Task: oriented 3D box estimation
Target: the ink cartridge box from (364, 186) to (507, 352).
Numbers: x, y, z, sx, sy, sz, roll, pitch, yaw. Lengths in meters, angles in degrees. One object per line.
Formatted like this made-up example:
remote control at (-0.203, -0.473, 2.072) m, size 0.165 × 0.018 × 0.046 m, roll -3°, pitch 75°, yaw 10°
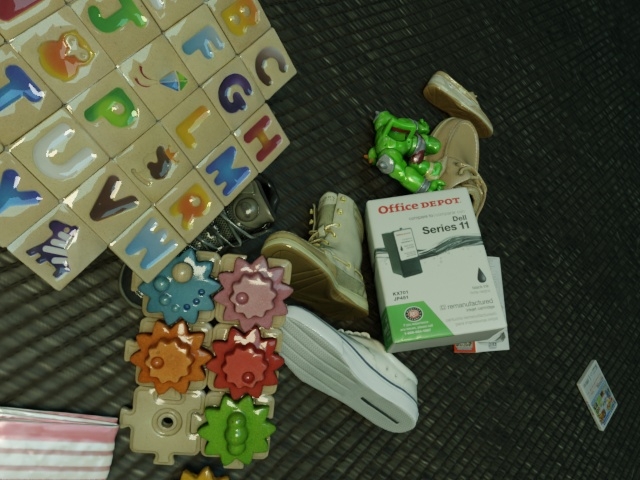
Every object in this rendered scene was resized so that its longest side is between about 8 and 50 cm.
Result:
ink cartridge box at (0.151, 0.040, 0.664) m, size 0.153 × 0.087 × 0.208 m, roll -9°, pitch 67°, yaw -1°

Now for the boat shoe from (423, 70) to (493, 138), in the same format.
boat shoe at (0.277, -0.265, 0.910) m, size 0.170 × 0.063 × 0.059 m, roll 33°, pitch 70°, yaw -22°

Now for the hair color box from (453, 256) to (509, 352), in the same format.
hair color box at (0.281, 0.113, 0.841) m, size 0.093 × 0.053 × 0.167 m, roll 5°, pitch 76°, yaw -33°

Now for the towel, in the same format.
towel at (-0.296, 0.269, 0.461) m, size 0.144 × 0.029 × 0.197 m, roll 18°, pitch 73°, yaw -28°

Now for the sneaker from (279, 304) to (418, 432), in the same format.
sneaker at (0.037, 0.169, 0.667) m, size 0.258 × 0.094 × 0.091 m, roll 43°, pitch 33°, yaw -15°

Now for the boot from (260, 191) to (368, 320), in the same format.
boot at (0.000, 0.000, 0.633) m, size 0.213 × 0.077 × 0.165 m, roll 41°, pitch 43°, yaw -46°

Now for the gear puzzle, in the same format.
gear puzzle at (-0.133, 0.178, 0.516) m, size 0.175 × 0.044 × 0.339 m, roll 7°, pitch 96°, yaw -7°

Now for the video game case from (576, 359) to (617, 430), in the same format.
video game case at (0.605, 0.337, 1.025) m, size 0.087 × 0.011 × 0.122 m, roll -34°, pitch 99°, yaw -33°

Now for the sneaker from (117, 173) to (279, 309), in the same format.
sneaker at (-0.136, -0.010, 0.558) m, size 0.227 × 0.130 × 0.087 m, roll -40°, pitch 100°, yaw -30°

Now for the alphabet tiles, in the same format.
alphabet tiles at (-0.168, -0.134, 0.431) m, size 0.342 × 0.011 × 0.285 m, roll -50°, pitch 128°, yaw -23°

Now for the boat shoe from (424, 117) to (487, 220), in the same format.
boat shoe at (0.238, -0.076, 0.817) m, size 0.121 × 0.110 × 0.341 m, roll 26°, pitch 68°, yaw -26°

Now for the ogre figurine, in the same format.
ogre figurine at (0.142, -0.151, 0.779) m, size 0.118 × 0.097 × 0.197 m, roll 20°, pitch 66°, yaw -21°

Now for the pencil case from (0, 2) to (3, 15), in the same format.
pencil case at (-0.290, -0.204, 0.456) m, size 0.088 × 0.206 × 0.086 m, roll -3°, pitch 83°, yaw -24°
